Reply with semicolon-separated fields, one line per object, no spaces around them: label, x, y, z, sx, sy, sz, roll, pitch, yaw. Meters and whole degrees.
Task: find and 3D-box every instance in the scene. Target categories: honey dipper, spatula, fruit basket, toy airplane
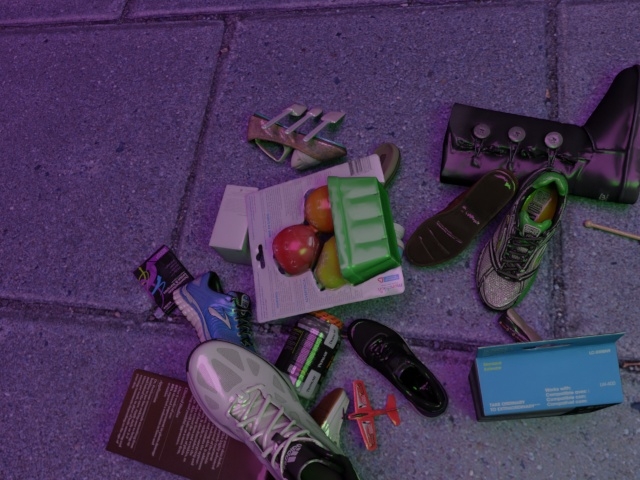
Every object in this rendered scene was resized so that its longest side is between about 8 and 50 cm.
honey dipper;0.687;-0.016;1.226;0.160;0.030;0.031;18;74;23
spatula;-0.051;-0.323;1.452;0.168;0.019;0.242;19;37;15
fruit basket;0.000;0.000;1.234;0.352;0.165;0.327;-17;70;24
toy airplane;0.117;0.377;1.178;0.151;0.028;0.151;5;64;-10

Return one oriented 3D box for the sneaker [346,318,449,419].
sneaker;0.169;0.263;1.180;0.283;0.124;0.107;40;81;24

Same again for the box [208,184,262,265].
box;-0.202;-0.037;1.385;0.090;0.130;0.171;8;70;15

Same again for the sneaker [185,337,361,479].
sneaker;-0.071;0.340;0.993;0.447;0.257;0.169;44;69;4

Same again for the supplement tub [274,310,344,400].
supplement tub;-0.027;0.257;1.233;0.117;0.117;0.191;22;76;20

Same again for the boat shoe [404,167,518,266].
boat shoe;0.335;-0.045;1.260;0.307;0.104;0.111;-40;82;26

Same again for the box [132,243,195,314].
box;-0.413;0.103;1.434;0.116;0.029;0.162;-44;67;-6

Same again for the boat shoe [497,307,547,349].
boat shoe;0.449;0.212;1.183;0.133;0.049;0.042;48;122;15

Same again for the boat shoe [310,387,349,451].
boat shoe;0.002;0.459;1.167;0.096;0.098;0.277;35;67;-8

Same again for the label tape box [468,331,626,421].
label tape box;0.412;0.269;1.005;0.240;0.334;0.106;-9;67;10

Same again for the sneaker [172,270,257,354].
sneaker;-0.221;0.199;1.296;0.147;0.130;0.330;-41;65;-2

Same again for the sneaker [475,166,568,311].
sneaker;0.435;-0.003;1.181;0.134;0.146;0.344;22;100;17

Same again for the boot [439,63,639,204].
boot;0.539;-0.281;1.315;0.444;0.146;0.367;9;69;21

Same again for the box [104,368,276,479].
box;-0.261;0.430;1.209;0.381;0.143;0.191;10;70;18

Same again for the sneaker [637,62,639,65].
sneaker;0.900;-0.414;1.298;0.258;0.091;0.094;6;70;15

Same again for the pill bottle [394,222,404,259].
pill bottle;0.152;0.039;1.295;0.087;0.087;0.160;13;72;18

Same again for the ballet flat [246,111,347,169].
ballet flat;-0.073;-0.255;1.472;0.315;0.107;0.106;25;96;26

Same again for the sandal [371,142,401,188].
sandal;0.107;-0.131;1.356;0.120;0.086;0.303;3;63;42
